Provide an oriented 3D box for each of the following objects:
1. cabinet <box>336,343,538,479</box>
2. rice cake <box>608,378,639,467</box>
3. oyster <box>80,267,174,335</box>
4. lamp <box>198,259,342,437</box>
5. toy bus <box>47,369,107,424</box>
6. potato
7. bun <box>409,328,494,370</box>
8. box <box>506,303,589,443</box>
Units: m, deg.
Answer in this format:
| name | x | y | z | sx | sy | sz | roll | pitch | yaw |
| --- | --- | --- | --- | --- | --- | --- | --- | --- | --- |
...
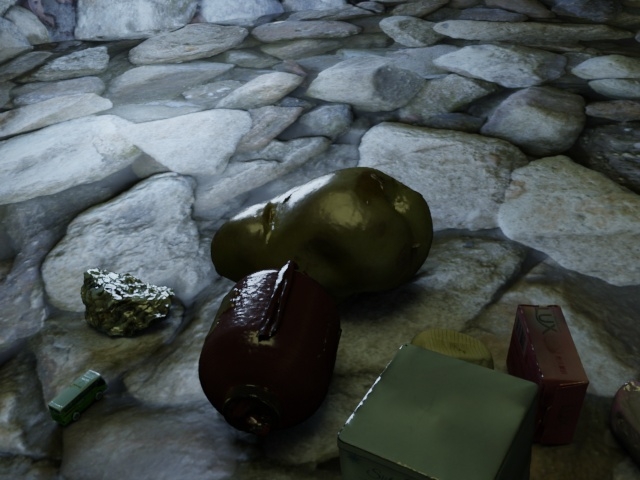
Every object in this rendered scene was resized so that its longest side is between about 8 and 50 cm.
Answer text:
| name | x | y | z | sx | sy | sz | roll | pitch | yaw |
| --- | --- | --- | --- | --- | --- | --- | --- | --- | --- |
| cabinet | 0.119 | 0.245 | 0.737 | 0.145 | 0.206 | 0.150 | 14 | 39 | 28 |
| rice cake | 0.403 | 0.295 | 0.736 | 0.064 | 0.070 | 0.399 | -14 | 33 | -3 |
| oyster | -0.320 | 0.095 | 1.176 | 0.177 | 0.064 | 0.125 | 4 | 31 | 12 |
| lamp | -0.063 | 0.138 | 0.957 | 0.180 | 0.180 | 0.258 | 1 | 33 | 11 |
| toy bus | -0.336 | 0.217 | 1.015 | 0.031 | 0.037 | 0.083 | 15 | 38 | 28 |
| potato | -0.001 | -0.002 | 1.139 | 0.350 | 0.203 | 0.218 | -9 | 21 | 11 |
| bun | 0.170 | 0.166 | 0.973 | 0.115 | 0.069 | 0.115 | 9 | 19 | -3 |
| box | 0.280 | 0.165 | 0.917 | 0.060 | 0.111 | 0.156 | 3 | 35 | 1 |
